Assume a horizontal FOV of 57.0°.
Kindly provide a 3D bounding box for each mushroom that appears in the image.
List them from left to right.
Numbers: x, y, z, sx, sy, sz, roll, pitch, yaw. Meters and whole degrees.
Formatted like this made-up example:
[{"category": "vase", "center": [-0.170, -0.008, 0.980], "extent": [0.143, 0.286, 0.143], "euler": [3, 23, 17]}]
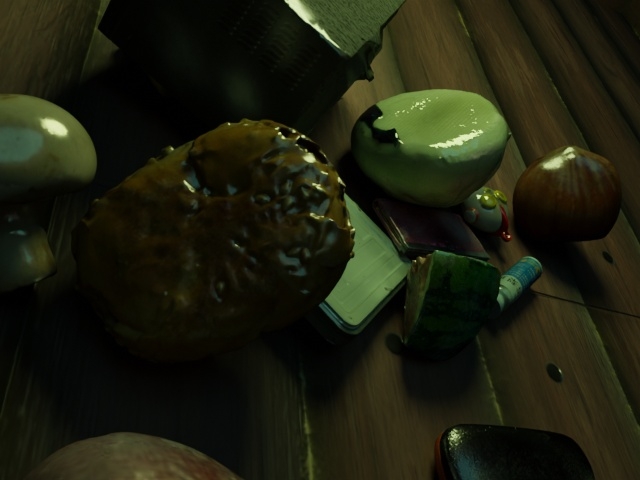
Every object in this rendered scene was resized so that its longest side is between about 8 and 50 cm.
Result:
[{"category": "mushroom", "center": [-0.339, -0.064, 0.634], "extent": [0.206, 0.206, 0.209], "euler": [-69, 144, -47]}]

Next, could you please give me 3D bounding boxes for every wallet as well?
[{"category": "wallet", "center": [0.198, -0.016, 1.039], "extent": [0.232, 0.025, 0.119], "euler": [6, 43, -41]}]

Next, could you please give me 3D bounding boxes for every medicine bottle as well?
[{"category": "medicine bottle", "center": [0.342, 0.082, 1.061], "extent": [0.191, 0.051, 0.051], "euler": [-25, 71, -46]}]

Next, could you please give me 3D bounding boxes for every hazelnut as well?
[{"category": "hazelnut", "center": [0.503, -0.091, 1.218], "extent": [0.210, 0.210, 0.186], "euler": [51, 4, 13]}]

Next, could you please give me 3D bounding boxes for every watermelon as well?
[{"category": "watermelon", "center": [0.206, 0.111, 0.892], "extent": [0.231, 0.128, 0.146], "euler": [21, 72, -42]}]

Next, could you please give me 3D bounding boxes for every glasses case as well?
[{"category": "glasses case", "center": [0.269, 0.310, 0.802], "extent": [0.266, 0.067, 0.103], "euler": [15, 49, -25]}]

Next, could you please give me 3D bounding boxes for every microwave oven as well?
[{"category": "microwave oven", "center": [-0.069, -0.370, 0.960], "extent": [0.374, 0.236, 0.432], "euler": [42, 38, -9]}]

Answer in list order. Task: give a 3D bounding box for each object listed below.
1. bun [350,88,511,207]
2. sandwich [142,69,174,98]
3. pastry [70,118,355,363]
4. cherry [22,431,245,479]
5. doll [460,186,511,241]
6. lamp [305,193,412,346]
[{"category": "bun", "center": [0.193, -0.151, 1.063], "extent": [0.282, 0.179, 0.283], "euler": [-5, 35, 3]}, {"category": "sandwich", "center": [-0.212, -0.302, 1.004], "extent": [0.193, 0.058, 0.163], "euler": [-23, 72, -47]}, {"category": "pastry", "center": [-0.116, 0.003, 0.685], "extent": [0.310, 0.162, 0.255], "euler": [-22, 75, -2]}, {"category": "cherry", "center": [-0.147, 0.267, 0.444], "extent": [0.285, 0.212, 0.236], "euler": [20, 54, -45]}, {"category": "doll", "center": [0.297, -0.095, 1.168], "extent": [0.142, 0.076, 0.245], "euler": [-17, 61, -37]}, {"category": "lamp", "center": [0.000, 0.000, 0.875], "extent": [0.269, 0.047, 0.266], "euler": [46, 32, 7]}]
